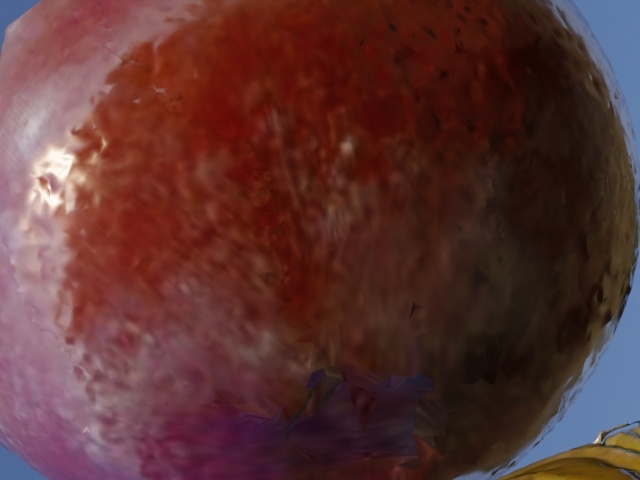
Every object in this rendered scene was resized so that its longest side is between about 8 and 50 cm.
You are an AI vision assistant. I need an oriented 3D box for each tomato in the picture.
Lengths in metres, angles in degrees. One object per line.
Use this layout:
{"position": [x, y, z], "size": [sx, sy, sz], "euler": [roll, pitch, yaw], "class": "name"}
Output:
{"position": [-0.003, 0.002, 0.737], "size": [0.335, 0.176, 0.289], "euler": [-10, -62, -19], "class": "tomato"}

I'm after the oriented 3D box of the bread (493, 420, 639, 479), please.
{"position": [0.116, 0.169, 0.562], "size": [0.288, 0.156, 0.204], "euler": [-15, -94, -18], "class": "bread"}
